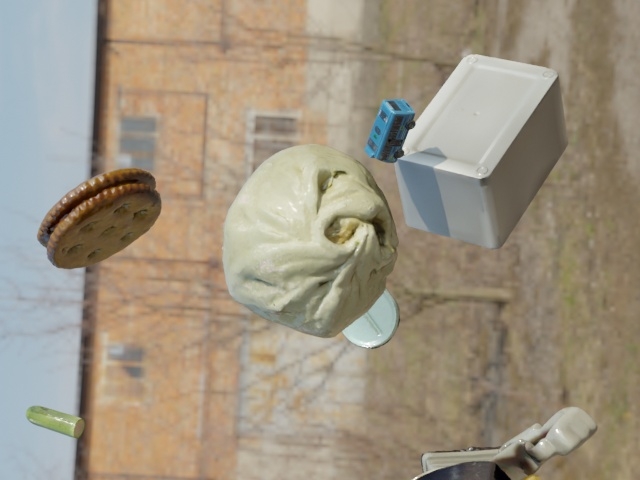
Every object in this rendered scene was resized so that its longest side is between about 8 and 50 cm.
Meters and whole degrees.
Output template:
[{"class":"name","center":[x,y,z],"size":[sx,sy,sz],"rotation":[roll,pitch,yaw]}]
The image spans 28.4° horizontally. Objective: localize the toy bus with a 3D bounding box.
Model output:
[{"class":"toy bus","center":[0.092,-0.144,1.671],"size":[0.038,0.046,0.083],"rotation":[55,136,41]}]

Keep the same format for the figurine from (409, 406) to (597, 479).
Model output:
[{"class":"figurine","center":[0.116,0.263,1.069],"size":[0.308,0.143,0.309],"rotation":[21,-90,-84]}]

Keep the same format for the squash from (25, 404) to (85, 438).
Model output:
[{"class":"squash","center":[-0.347,0.232,1.638],"size":[0.027,0.083,0.028],"rotation":[13,-90,-69]}]

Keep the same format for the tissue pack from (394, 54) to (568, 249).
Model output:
[{"class":"tissue pack","center":[0.230,-0.132,1.804],"size":[0.246,0.159,0.136],"rotation":[-52,-37,-31]}]

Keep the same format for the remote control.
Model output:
[{"class":"remote control","center":[0.037,0.064,2.052],"size":[0.247,0.104,0.052],"rotation":[54,-165,12]}]

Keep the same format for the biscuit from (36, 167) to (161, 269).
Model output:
[{"class":"biscuit","center":[-0.360,-0.035,2.074],"size":[0.066,0.220,0.220],"rotation":[57,167,16]}]

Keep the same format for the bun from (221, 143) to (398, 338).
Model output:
[{"class":"bun","center":[0.000,0.000,1.473],"size":[0.133,0.231,0.231],"rotation":[171,103,-69]}]
